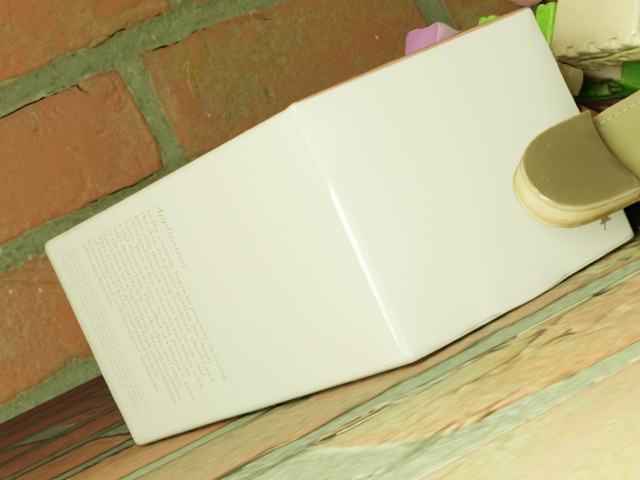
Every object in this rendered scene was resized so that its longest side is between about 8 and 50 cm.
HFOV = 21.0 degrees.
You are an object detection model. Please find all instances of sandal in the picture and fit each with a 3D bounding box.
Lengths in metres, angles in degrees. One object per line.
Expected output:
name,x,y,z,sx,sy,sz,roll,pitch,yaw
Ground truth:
sandal,0.218,-0.050,1.079,0.240,0.088,0.079,-18,-27,-22

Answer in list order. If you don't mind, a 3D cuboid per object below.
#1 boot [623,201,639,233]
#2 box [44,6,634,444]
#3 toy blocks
boot,0.158,-0.019,1.192,0.045,0.121,0.099,-11,-38,-43
box,0.000,0.000,1.176,0.215,0.168,0.345,-26,2,-37
toy blocks,0.240,-0.114,1.368,0.260,0.309,0.288,16,-13,-37
